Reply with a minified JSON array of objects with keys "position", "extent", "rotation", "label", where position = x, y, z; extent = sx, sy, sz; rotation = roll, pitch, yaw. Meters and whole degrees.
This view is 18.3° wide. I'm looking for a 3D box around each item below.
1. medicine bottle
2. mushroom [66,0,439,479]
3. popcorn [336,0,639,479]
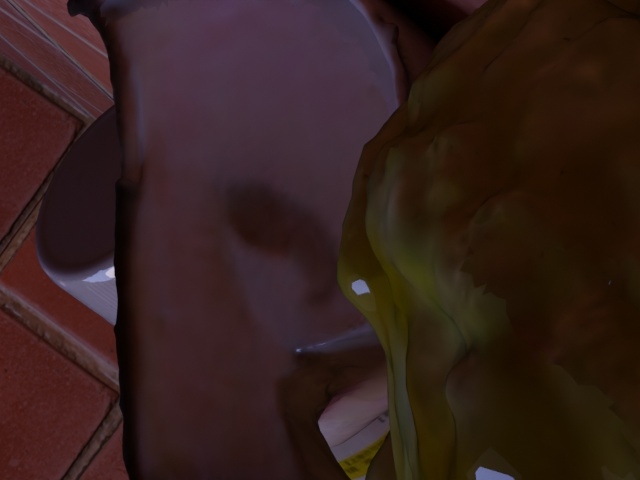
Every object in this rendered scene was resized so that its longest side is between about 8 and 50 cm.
[{"position":[-0.043,0.040,1.554],"extent":[0.340,0.208,0.208],"rotation":[38,176,-35],"label":"medicine bottle"},{"position":[0.024,-0.001,0.794],"extent":[0.162,0.236,0.173],"rotation":[-22,156,37],"label":"mushroom"},{"position":[0.099,0.061,0.450],"extent":[0.255,0.195,0.256],"rotation":[-105,-9,-73],"label":"popcorn"}]
